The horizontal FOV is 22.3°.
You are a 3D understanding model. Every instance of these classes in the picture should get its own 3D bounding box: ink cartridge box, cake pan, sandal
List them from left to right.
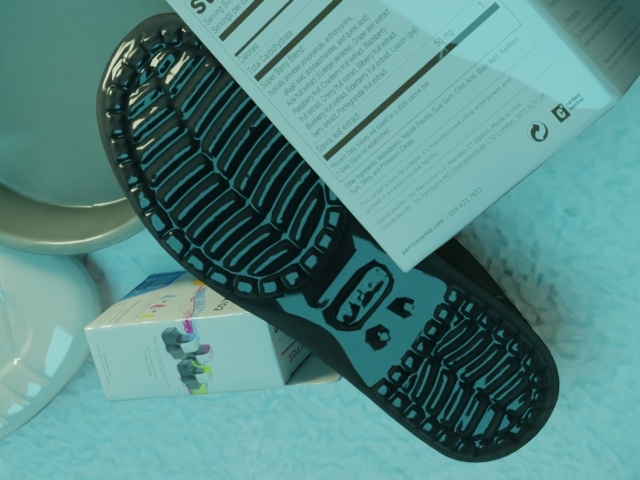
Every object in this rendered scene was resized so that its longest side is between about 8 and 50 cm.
[{"bbox_3d":[-0.341,0.120,1.298,0.416,0.102,0.169,-32,81,16],"label":"sandal"},{"bbox_3d":[-0.202,-0.134,1.161,0.293,0.054,0.293,8,113,20],"label":"cake pan"},{"bbox_3d":[-0.059,0.061,1.148,0.181,0.104,0.061,-7,108,24],"label":"ink cartridge box"}]

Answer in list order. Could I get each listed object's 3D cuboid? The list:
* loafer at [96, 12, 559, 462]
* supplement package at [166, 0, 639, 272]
[{"bbox_3d":[0.000,0.000,1.076,0.134,0.130,0.366,-43,93,10],"label":"loafer"},{"bbox_3d":[0.040,-0.165,0.974,0.293,0.177,0.175,49,121,-1],"label":"supplement package"}]
